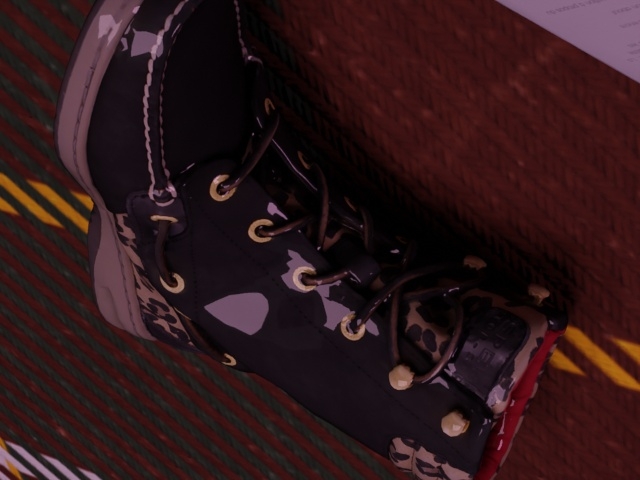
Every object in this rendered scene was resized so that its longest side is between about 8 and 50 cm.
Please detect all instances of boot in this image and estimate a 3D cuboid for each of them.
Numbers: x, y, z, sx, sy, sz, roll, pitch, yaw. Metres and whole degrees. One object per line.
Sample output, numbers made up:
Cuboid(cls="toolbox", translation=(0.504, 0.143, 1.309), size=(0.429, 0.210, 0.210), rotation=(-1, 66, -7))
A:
Cuboid(cls="boot", translation=(0.000, 0.000, 1.089), size=(0.284, 0.138, 0.377), rotation=(29, 150, 14))

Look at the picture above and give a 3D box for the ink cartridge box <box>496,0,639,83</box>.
Cuboid(cls="ink cartridge box", translation=(0.230, -0.123, 0.753), size=(0.307, 0.072, 0.303), rotation=(21, 158, -35))
